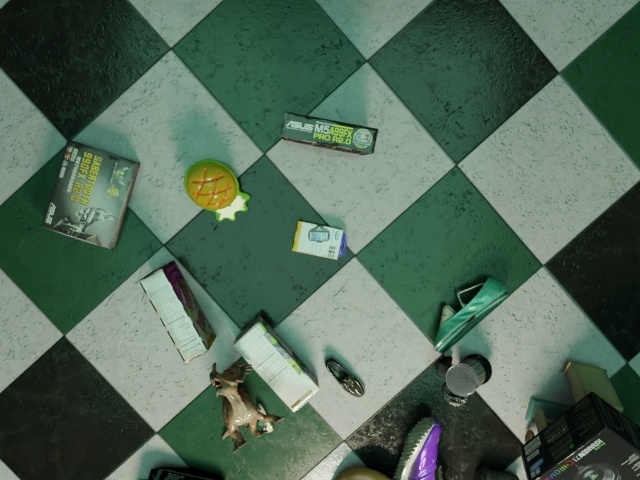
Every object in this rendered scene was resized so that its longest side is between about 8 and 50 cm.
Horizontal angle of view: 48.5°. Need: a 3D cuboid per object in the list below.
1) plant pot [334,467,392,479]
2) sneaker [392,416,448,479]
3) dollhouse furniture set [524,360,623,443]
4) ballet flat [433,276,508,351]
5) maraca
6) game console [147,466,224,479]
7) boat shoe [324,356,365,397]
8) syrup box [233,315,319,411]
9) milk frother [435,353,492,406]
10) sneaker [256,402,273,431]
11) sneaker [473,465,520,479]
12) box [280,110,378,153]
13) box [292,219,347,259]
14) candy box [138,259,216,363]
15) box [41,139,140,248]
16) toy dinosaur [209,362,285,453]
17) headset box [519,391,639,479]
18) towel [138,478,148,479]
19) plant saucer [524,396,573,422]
[{"bbox_3d":[0.122,0.710,1.851,0.236,0.032,0.237,6,104,25],"label":"plant pot"},{"bbox_3d":[0.282,0.607,1.870,0.146,0.102,0.294,19,102,-3],"label":"sneaker"},{"bbox_3d":[0.670,0.466,1.852,0.212,0.161,0.242,14,117,-3],"label":"dollhouse furniture set"},{"bbox_3d":[0.372,0.184,1.851,0.247,0.083,0.087,-40,71,2],"label":"ballet flat"},{"bbox_3d":[-0.261,-0.125,1.791,0.127,0.099,0.186,-36,120,12],"label":"maraca"},{"bbox_3d":[-0.383,0.776,1.885,0.213,0.044,0.362,14,96,-7],"label":"game console"},{"bbox_3d":[0.063,0.364,1.868,0.142,0.040,0.049,44,92,-4],"label":"boat shoe"},{"bbox_3d":[-0.112,0.317,1.832,0.096,0.093,0.237,-42,95,2],"label":"syrup box"},{"bbox_3d":[0.362,0.372,1.829,0.129,0.134,0.143,1,93,29],"label":"milk frother"},{"bbox_3d":[-0.154,0.471,1.875,0.036,0.032,0.083,-22,95,0],"label":"sneaker"},{"bbox_3d":[0.467,0.747,1.885,0.130,0.109,0.287,6,97,-8],"label":"sneaker"},{"bbox_3d":[0.017,-0.253,1.698,0.216,0.270,0.060,11,96,-2],"label":"box"},{"bbox_3d":[0.000,0.000,1.841,0.136,0.028,0.081,12,95,-5],"label":"box"},{"bbox_3d":[-0.353,0.174,1.780,0.071,0.159,0.234,-27,96,2],"label":"candy box"},{"bbox_3d":[-0.580,-0.116,1.799,0.182,0.056,0.231,19,95,-3],"label":"box"},{"bbox_3d":[-0.211,0.410,1.794,0.127,0.296,0.200,-27,75,-26],"label":"toy dinosaur"},{"bbox_3d":[0.681,0.549,1.728,0.283,0.131,0.246,37,115,-14],"label":"headset box"},{"bbox_3d":[-0.447,0.666,1.895,0.083,0.009,0.060,4,96,-2],"label":"towel"},{"bbox_3d":[0.649,0.474,1.906,0.191,0.018,0.067,13,95,-4],"label":"plant saucer"}]
